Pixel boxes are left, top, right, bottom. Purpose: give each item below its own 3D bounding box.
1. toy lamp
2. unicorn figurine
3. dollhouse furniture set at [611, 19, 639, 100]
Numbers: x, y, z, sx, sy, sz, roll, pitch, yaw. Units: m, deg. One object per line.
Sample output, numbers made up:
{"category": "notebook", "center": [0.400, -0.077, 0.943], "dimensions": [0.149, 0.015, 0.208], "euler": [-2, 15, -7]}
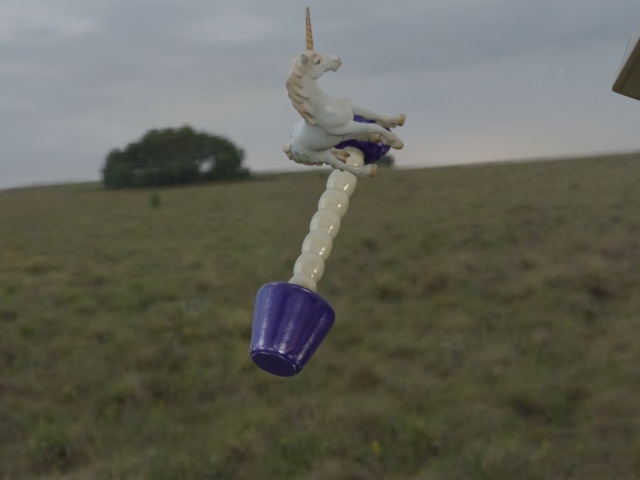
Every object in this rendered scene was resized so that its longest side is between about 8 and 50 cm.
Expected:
{"category": "toy lamp", "center": [0.000, 0.000, 1.179], "dimensions": [0.080, 0.275, 0.080], "euler": [15, -29, 8]}
{"category": "unicorn figurine", "center": [0.011, -0.100, 1.022], "dimensions": [0.111, 0.060, 0.162], "euler": [15, -40, -15]}
{"category": "dollhouse furniture set", "center": [0.339, -0.266, 0.863], "dimensions": [0.303, 0.356, 0.174], "euler": [21, -8, 7]}
